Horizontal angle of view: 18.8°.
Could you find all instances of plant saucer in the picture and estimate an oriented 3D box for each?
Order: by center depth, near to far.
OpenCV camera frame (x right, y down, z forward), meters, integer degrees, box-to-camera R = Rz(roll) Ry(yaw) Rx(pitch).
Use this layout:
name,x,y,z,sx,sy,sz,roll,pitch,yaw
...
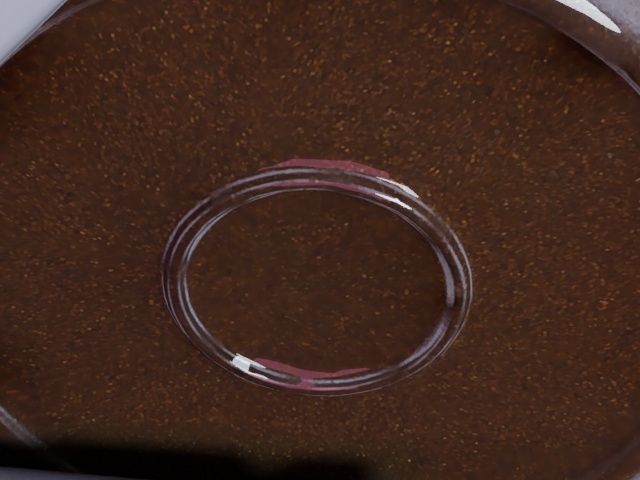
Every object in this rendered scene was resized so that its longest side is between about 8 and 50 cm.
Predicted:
name,x,y,z,sx,sy,sz,roll,pitch,yaw
plant saucer,0.000,0.000,0.556,0.310,0.050,0.311,2,133,2

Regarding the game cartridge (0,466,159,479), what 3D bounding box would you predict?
name,x,y,z,sx,sy,sz,roll,pitch,yaw
game cartridge,-0.149,0.146,0.656,0.355,0.068,0.230,4,142,3

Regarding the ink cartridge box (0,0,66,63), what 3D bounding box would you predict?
name,x,y,z,sx,sy,sz,roll,pitch,yaw
ink cartridge box,-0.177,-0.150,0.364,0.324,0.071,0.330,-41,117,11
